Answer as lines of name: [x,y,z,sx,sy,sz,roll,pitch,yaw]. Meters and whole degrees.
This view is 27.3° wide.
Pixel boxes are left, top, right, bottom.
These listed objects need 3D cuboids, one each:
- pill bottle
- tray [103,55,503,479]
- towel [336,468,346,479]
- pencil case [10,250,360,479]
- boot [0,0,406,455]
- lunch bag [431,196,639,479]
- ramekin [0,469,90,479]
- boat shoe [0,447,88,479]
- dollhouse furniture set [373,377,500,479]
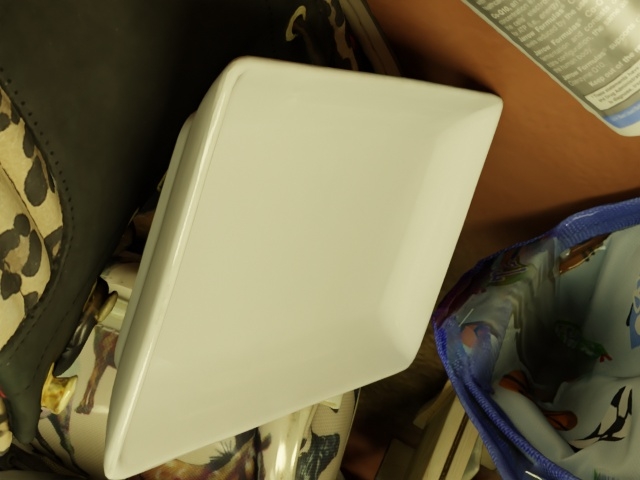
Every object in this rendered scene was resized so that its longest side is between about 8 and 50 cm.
pill bottle: [0.094,-0.111,0.510,0.137,0.078,0.078,38,143,-13]
tray: [0.000,0.000,0.531,0.030,0.270,0.145,22,102,23]
towel: [-0.057,0.226,1.056,0.248,0.038,0.325,3,135,31]
pencil case: [-0.161,0.061,0.822,0.410,0.160,0.183,16,157,19]
boot: [-0.080,-0.031,0.545,0.138,0.284,0.377,12,139,24]
lunch bag: [0.258,0.145,0.588,0.385,0.239,0.328,6,141,53]
ramekin: [-0.104,0.233,0.764,0.277,0.135,0.277,17,176,1]
boat shoe: [-0.240,0.221,1.124,0.103,0.092,0.285,12,141,22]
dollhouse furniture set: [0.085,0.199,0.830,0.129,0.129,0.183,30,137,-1]
